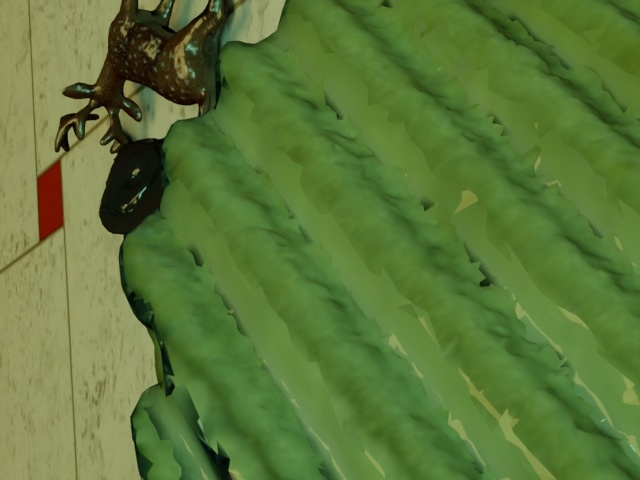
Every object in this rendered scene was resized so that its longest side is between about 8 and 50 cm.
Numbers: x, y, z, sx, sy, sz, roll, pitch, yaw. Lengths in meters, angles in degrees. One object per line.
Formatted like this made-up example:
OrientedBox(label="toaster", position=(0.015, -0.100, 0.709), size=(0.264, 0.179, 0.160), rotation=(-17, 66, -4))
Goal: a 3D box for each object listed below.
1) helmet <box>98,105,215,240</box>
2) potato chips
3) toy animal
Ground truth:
OrientedBox(label="helmet", position=(0.000, 0.000, 0.777), size=(0.177, 0.225, 0.305), rotation=(-41, 46, 17))
OrientedBox(label="potato chips", position=(0.064, 0.021, 0.575), size=(0.358, 0.070, 0.429), rotation=(-37, 52, 2))
OrientedBox(label="toy animal", position=(-0.171, -0.169, 1.171), size=(0.243, 0.087, 0.260), rotation=(37, 116, 55))
